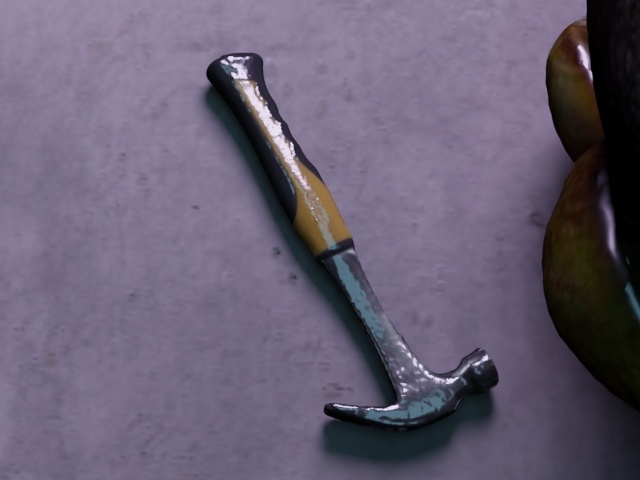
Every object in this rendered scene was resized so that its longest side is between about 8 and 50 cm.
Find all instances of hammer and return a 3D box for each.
[{"bbox_3d":[0.000,0.000,0.921,0.078,0.021,0.201,-29,78,-11],"label":"hammer"}]

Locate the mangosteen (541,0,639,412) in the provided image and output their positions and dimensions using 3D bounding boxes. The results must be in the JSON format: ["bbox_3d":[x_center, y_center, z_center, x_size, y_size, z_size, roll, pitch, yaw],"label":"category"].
[{"bbox_3d":[0.264,-0.051,0.775,0.382,0.435,0.382,10,56,-16],"label":"mangosteen"}]
